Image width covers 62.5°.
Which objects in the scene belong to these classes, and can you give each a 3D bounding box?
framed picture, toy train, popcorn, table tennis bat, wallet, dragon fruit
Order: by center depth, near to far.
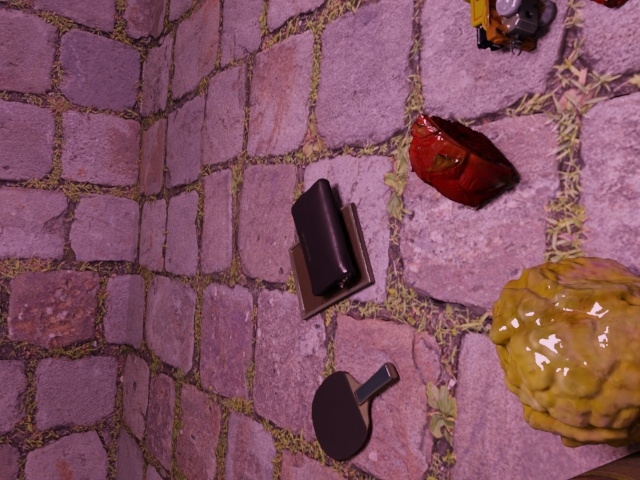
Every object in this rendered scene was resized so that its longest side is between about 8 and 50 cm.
[{"bbox_3d":[0.329,0.131,0.623,0.259,0.259,0.212,28,123,50],"label":"popcorn"},{"bbox_3d":[0.286,-0.386,0.831,0.127,0.089,0.219,-12,77,62],"label":"toy train"},{"bbox_3d":[0.208,-0.118,0.853,0.120,0.161,0.127,-55,36,31],"label":"dragon fruit"},{"bbox_3d":[0.062,0.340,1.095,0.301,0.022,0.173,-53,47,36],"label":"table tennis bat"},{"bbox_3d":[0.000,0.000,1.163,0.149,0.044,0.250,-39,58,47],"label":"wallet"},{"bbox_3d":[0.012,0.053,1.191,0.260,0.023,0.189,-36,59,45],"label":"framed picture"}]

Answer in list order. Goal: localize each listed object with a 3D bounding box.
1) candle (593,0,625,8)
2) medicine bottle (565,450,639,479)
[{"bbox_3d":[0.373,-0.391,0.745,0.053,0.048,0.162,116,141,-51],"label":"candle"},{"bbox_3d":[0.312,0.304,0.522,0.151,0.322,0.151,-8,80,52],"label":"medicine bottle"}]
